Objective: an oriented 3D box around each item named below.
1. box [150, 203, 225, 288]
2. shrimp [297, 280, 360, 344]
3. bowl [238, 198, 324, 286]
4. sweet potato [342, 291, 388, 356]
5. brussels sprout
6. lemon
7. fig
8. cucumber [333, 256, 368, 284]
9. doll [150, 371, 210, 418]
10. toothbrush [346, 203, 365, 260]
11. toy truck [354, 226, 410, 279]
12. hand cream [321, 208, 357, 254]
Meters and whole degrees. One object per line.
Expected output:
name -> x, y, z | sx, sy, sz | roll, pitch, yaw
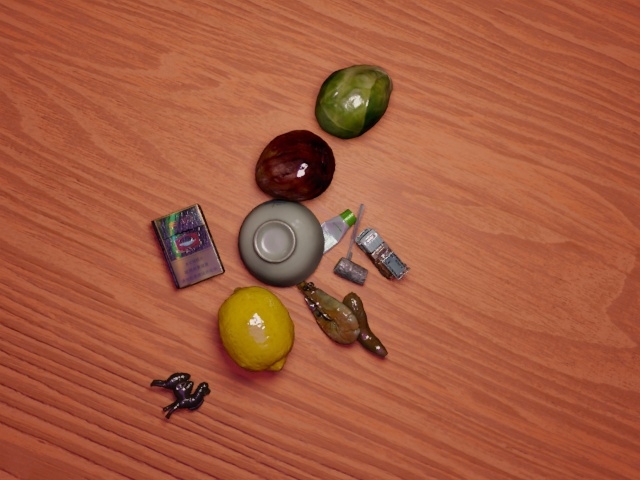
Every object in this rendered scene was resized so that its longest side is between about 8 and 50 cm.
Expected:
box -> -0.422, 0.020, 1.808 | 0.159, 0.071, 0.240 | -22, 88, -1
shrimp -> 0.017, 0.227, 1.800 | 0.267, 0.145, 0.061 | 42, 42, 13
bowl -> -0.134, 0.003, 1.764 | 0.288, 0.146, 0.290 | 0, 87, 5
sweet potato -> 0.135, 0.276, 1.809 | 0.062, 0.081, 0.233 | -25, 85, -31
brussels sprout -> 0.114, -0.451, 1.787 | 0.210, 0.219, 0.271 | 41, 66, 10
lemon -> -0.197, 0.274, 1.722 | 0.233, 0.233, 0.288 | -29, 84, -3
fig -> -0.081, -0.226, 1.768 | 0.262, 0.224, 0.224 | -16, 87, -1
cucumber -> 0.101, 0.101, 1.825 | 0.111, 0.064, 0.064 | 28, 86, -3
doll -> -0.439, 0.481, 1.789 | 0.165, 0.057, 0.139 | -22, 86, -12
toothbrush -> 0.113, -0.025, 1.827 | 0.017, 0.014, 0.195 | 4, 107, -30
toy truck -> 0.196, 0.042, 1.796 | 0.080, 0.115, 0.178 | -43, 97, -4
hand cream -> 0.000, 0.000, 1.842 | 0.275, 0.050, 0.079 | -40, 61, 1
